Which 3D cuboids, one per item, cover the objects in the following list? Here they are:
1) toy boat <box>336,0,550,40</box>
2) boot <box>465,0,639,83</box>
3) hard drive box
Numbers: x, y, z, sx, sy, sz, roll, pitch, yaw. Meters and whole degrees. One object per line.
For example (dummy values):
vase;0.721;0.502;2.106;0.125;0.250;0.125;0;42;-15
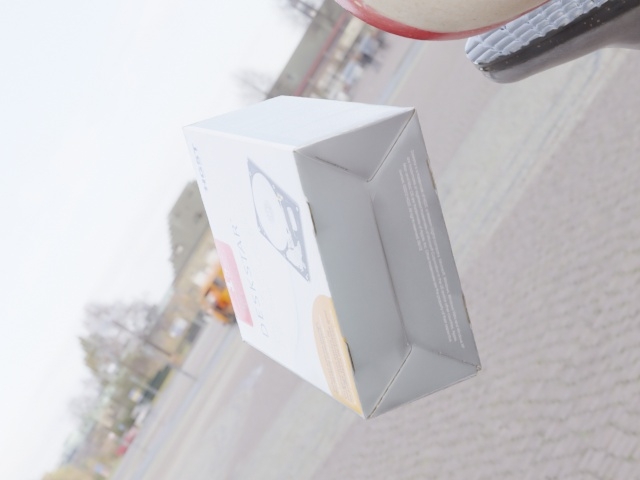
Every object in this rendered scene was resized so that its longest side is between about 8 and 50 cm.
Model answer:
toy boat;0.089;-0.187;0.606;0.231;0.151;0.151;-32;-1;-13
boot;0.310;-0.156;1.026;0.338;0.222;0.118;-23;33;20
hard drive box;0.000;0.000;0.861;0.089;0.181;0.232;-20;14;-18
